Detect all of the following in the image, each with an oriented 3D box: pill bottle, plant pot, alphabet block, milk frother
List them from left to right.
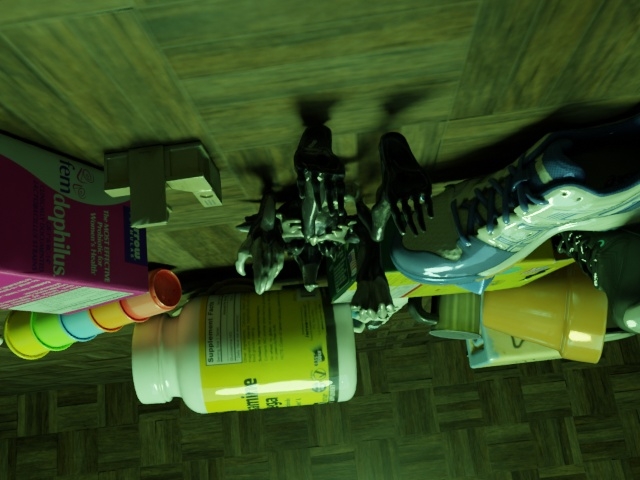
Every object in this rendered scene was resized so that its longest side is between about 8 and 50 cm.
[{"bbox_3d":[-0.118,0.177,0.957,0.334,0.187,0.188,-4,164,-4],"label":"pill bottle"},{"bbox_3d":[0.209,0.099,1.024,0.129,0.134,0.143,6,164,6],"label":"milk frother"},{"bbox_3d":[0.403,0.151,1.204,0.197,0.192,0.193,-6,166,1],"label":"alphabet block"},{"bbox_3d":[0.383,0.097,1.027,0.188,0.205,0.205,4,169,20],"label":"plant pot"}]

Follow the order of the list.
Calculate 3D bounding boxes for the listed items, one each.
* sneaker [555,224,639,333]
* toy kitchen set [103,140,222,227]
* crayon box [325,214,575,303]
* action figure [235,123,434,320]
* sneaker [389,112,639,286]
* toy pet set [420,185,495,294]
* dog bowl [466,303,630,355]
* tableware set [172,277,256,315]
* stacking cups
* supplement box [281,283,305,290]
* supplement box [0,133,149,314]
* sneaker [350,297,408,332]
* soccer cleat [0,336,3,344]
[{"bbox_3d":[0.311,0.011,0.650,0.106,0.101,0.267,4,-151,20],"label":"sneaker"},{"bbox_3d":[-0.135,-0.037,0.521,0.084,0.068,0.075,-7,164,2],"label":"toy kitchen set"},{"bbox_3d":[0.182,0.025,0.854,0.319,0.081,0.202,-3,164,-12],"label":"crayon box"},{"bbox_3d":[0.000,0.000,0.578,0.164,0.140,0.275,8,161,-9],"label":"action figure"},{"bbox_3d":[0.199,-0.050,0.574,0.297,0.111,0.131,-22,152,12],"label":"sneaker"},{"bbox_3d":[0.175,0.000,0.688,0.122,0.065,0.114,-5,126,-10],"label":"toy pet set"},{"bbox_3d":[0.566,0.197,1.512,0.409,0.150,0.408,-6,164,-2],"label":"dog bowl"},{"bbox_3d":[-0.169,0.102,1.066,0.128,0.039,0.194,18,148,-31],"label":"tableware set"},{"bbox_3d":[-0.358,0.106,0.920,0.316,0.095,0.096,-20,160,28],"label":"stacking cups"},{"bbox_3d":[-0.043,0.134,1.140,0.056,0.083,0.083,-5,164,-5],"label":"supplement box"},{"bbox_3d":[-0.259,-0.010,0.485,0.114,0.111,0.220,-15,163,24],"label":"supplement box"},{"bbox_3d":[0.128,0.138,1.230,0.085,0.086,0.237,3,160,-26],"label":"sneaker"},{"bbox_3d":[-0.718,0.215,1.252,0.083,0.029,0.035,-5,156,-17],"label":"soccer cleat"}]
